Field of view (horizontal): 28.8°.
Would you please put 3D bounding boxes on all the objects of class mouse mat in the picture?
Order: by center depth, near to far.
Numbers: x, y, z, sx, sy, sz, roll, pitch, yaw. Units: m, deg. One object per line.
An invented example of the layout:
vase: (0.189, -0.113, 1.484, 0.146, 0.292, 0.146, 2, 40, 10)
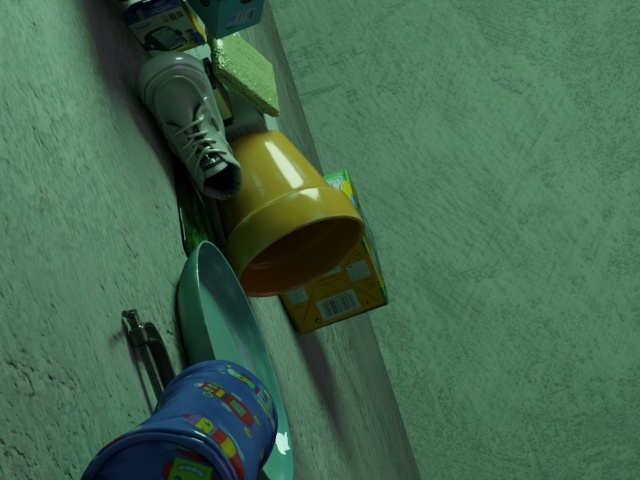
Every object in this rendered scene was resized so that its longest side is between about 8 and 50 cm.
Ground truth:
mouse mat: (-0.162, -0.008, 1.680, 0.153, 0.007, 0.190, 65, 9, -45)

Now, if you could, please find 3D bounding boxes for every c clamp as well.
c clamp: (-0.158, 0.139, 1.219, 0.137, 0.022, 0.161, -81, 150, -88)

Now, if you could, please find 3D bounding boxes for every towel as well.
towel: (-0.111, -0.244, 1.793, 0.148, 0.027, 0.110, 33, 36, -47)

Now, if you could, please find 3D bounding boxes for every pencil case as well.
pencil case: (-0.109, 0.185, 1.032, 0.119, 0.133, 0.306, 34, 6, 1)

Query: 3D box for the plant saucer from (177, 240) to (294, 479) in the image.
plant saucer: (-0.106, 0.156, 1.506, 0.317, 0.043, 0.318, -19, 90, -85)

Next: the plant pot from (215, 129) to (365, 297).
plant pot: (-0.066, -0.050, 1.815, 0.188, 0.205, 0.205, 62, 2, 23)

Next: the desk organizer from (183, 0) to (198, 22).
desk organizer: (-0.221, -0.359, 2.050, 0.050, 0.047, 0.130, 65, 9, -60)

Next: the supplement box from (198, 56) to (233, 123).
supplement box: (-0.178, -0.202, 1.767, 0.083, 0.083, 0.056, 63, 9, -55)

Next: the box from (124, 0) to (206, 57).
box: (-0.217, -0.299, 1.738, 0.136, 0.081, 0.028, 50, 22, -72)

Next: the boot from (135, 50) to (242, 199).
boot: (-0.159, -0.144, 1.649, 0.123, 0.095, 0.258, 60, 1, 22)

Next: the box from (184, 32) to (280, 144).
box: (-0.141, -0.198, 1.922, 0.182, 0.119, 0.181, 60, 12, -60)

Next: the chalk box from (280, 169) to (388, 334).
chalk box: (0.000, 0.000, 2.290, 0.289, 0.180, 0.179, -102, 171, -58)

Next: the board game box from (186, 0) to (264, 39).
board game box: (-0.183, -0.476, 1.660, 0.336, 0.079, 0.254, 53, -28, 21)
